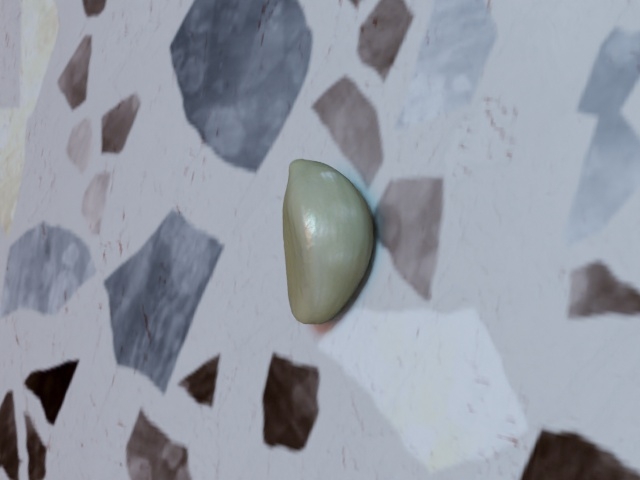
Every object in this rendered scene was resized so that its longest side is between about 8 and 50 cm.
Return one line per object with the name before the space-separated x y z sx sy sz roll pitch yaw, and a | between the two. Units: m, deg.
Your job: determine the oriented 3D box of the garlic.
garlic | 0.000 0.000 0.905 0.053 0.041 0.083 0 86 58
